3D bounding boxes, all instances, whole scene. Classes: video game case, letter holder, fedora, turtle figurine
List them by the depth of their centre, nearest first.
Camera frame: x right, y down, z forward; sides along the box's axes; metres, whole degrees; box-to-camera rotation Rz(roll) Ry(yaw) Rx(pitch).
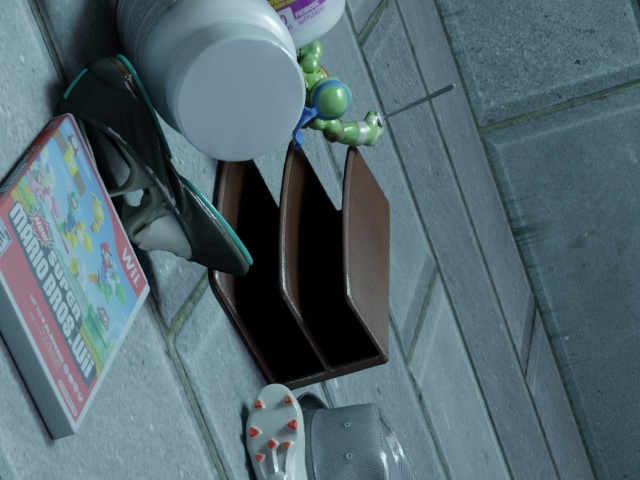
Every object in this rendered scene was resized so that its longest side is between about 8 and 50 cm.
[{"bbox_3d":[-0.236,0.025,1.574,0.285,0.025,0.204,-72,143,-64],"label":"video game case"},{"bbox_3d":[0.045,0.304,2.087,0.275,0.124,0.244,-86,155,-50],"label":"fedora"},{"bbox_3d":[-0.023,-0.004,2.113,0.302,0.152,0.214,-87,154,-49],"label":"letter holder"},{"bbox_3d":[0.013,-0.221,2.180,0.198,0.275,0.266,41,-12,-32],"label":"turtle figurine"}]

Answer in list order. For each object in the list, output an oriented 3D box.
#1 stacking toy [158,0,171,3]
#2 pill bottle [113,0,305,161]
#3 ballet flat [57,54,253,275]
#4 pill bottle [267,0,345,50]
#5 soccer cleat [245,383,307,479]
[{"bbox_3d":[-0.256,-0.388,1.713,0.279,0.130,0.309,39,48,-48],"label":"stacking toy"},{"bbox_3d":[-0.117,-0.199,1.797,0.160,0.160,0.283,65,-3,-30],"label":"pill bottle"},{"bbox_3d":[-0.176,-0.057,1.742,0.280,0.096,0.095,58,-14,-22],"label":"ballet flat"},{"bbox_3d":[-0.093,-0.372,1.972,0.169,0.169,0.301,-81,153,-56],"label":"pill bottle"},{"bbox_3d":[-0.045,0.262,1.947,0.076,0.068,0.196,76,6,-68],"label":"soccer cleat"}]
